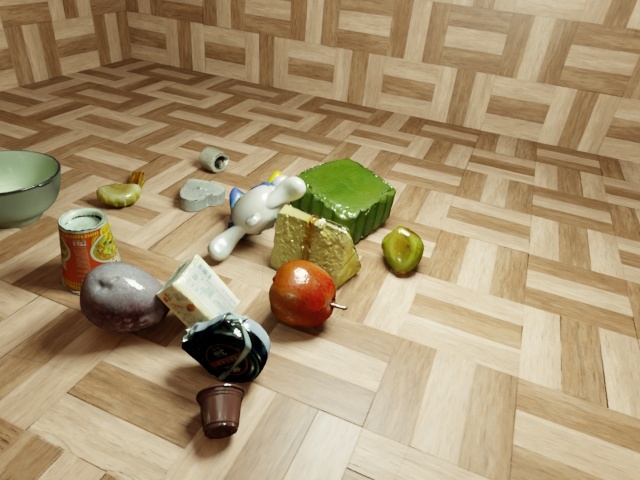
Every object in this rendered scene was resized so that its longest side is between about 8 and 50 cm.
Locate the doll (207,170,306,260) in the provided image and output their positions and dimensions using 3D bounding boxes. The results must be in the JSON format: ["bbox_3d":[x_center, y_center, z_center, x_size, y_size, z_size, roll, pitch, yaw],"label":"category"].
[{"bbox_3d":[-0.219,-0.105,1.687,0.376,0.187,0.365,-21,18,1],"label":"doll"}]

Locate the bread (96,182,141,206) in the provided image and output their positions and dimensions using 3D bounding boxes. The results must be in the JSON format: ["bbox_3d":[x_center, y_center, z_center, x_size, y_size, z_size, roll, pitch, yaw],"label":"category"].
[{"bbox_3d":[-0.763,-0.166,1.825,0.157,0.083,0.094,-17,42,-28],"label":"bread"}]

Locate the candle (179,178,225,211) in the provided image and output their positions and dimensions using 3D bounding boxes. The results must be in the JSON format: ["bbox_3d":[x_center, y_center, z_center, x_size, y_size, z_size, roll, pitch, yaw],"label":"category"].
[{"bbox_3d":[-0.487,-0.188,1.914,0.192,0.068,0.168,-19,44,-35],"label":"candle"}]

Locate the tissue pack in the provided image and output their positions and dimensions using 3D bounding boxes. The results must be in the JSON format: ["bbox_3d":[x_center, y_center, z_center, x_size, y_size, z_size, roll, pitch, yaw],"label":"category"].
[{"bbox_3d":[-0.326,0.160,1.298,0.092,0.196,0.148,-29,20,29],"label":"tissue pack"}]

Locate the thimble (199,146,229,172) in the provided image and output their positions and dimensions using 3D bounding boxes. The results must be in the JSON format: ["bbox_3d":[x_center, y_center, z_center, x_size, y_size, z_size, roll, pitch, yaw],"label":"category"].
[{"bbox_3d":[-0.477,-0.362,2.149,0.090,0.102,0.115,26,45,26],"label":"thimble"}]

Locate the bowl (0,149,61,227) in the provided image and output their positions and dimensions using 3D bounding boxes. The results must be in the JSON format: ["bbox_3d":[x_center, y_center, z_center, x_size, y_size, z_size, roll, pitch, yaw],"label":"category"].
[{"bbox_3d":[-1.092,-0.165,1.678,0.353,0.185,0.354,4,33,-3],"label":"bowl"}]

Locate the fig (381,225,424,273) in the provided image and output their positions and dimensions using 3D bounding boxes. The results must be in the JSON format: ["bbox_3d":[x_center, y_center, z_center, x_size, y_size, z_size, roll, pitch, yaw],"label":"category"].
[{"bbox_3d":[0.281,0.033,1.629,0.144,0.154,0.166,-1,54,4],"label":"fig"}]

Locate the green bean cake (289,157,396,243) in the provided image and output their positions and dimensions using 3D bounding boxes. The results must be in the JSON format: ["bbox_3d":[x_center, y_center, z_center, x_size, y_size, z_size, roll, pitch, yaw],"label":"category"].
[{"bbox_3d":[0.076,-0.138,1.814,0.335,0.218,0.319,-29,53,-32],"label":"green bean cake"}]

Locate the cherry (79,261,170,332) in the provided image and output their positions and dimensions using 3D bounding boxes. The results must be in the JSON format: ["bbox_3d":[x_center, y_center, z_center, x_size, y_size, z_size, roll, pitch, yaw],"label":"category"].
[{"bbox_3d":[-0.529,0.151,1.273,0.266,0.184,0.213,11,-9,-6],"label":"cherry"}]

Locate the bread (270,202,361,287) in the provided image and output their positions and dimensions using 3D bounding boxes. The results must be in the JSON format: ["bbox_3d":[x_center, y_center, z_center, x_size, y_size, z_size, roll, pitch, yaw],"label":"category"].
[{"bbox_3d":[0.000,0.000,1.547,0.263,0.236,0.198,23,37,24],"label":"bread"}]

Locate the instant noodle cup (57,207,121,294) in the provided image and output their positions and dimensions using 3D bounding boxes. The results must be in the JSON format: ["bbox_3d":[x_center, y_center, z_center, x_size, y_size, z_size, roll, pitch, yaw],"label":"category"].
[{"bbox_3d":[-0.689,0.024,1.427,0.193,0.212,0.193,4,33,-3],"label":"instant noodle cup"}]

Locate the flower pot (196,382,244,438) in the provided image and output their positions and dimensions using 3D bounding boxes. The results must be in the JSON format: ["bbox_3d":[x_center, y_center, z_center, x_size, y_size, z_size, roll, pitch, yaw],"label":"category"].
[{"bbox_3d":[-0.220,0.384,1.061,0.111,0.111,0.089,-3,46,-12],"label":"flower pot"}]

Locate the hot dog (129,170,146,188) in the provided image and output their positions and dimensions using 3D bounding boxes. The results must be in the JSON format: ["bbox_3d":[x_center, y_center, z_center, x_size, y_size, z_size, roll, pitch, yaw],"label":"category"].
[{"bbox_3d":[-0.761,-0.244,1.986,0.062,0.038,0.144,0,36,-13],"label":"hot dog"}]

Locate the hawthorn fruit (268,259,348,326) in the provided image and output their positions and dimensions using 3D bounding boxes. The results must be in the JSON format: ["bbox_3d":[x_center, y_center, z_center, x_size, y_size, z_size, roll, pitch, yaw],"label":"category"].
[{"bbox_3d":[-0.031,0.157,1.353,0.225,0.197,0.196,19,35,5],"label":"hawthorn fruit"}]

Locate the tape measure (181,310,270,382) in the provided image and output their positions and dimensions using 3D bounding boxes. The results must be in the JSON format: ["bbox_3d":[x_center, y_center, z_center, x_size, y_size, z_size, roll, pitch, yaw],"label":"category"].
[{"bbox_3d":[-0.216,0.262,1.170,0.182,0.181,0.107,-23,26,26],"label":"tape measure"}]
